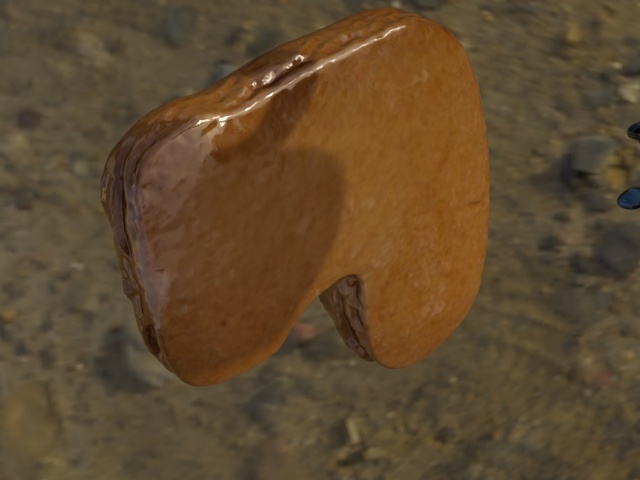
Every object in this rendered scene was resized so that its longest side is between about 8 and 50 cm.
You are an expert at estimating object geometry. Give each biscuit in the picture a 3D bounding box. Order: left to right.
[{"bbox_3d":[0.000,0.000,0.817,0.036,0.192,0.186,32,139,41],"label":"biscuit"}]

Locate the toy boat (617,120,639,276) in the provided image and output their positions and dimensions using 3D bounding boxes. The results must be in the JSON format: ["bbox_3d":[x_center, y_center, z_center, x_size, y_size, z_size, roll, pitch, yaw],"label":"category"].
[{"bbox_3d":[0.263,-0.053,1.169,0.141,0.141,0.269,50,145,14],"label":"toy boat"}]
